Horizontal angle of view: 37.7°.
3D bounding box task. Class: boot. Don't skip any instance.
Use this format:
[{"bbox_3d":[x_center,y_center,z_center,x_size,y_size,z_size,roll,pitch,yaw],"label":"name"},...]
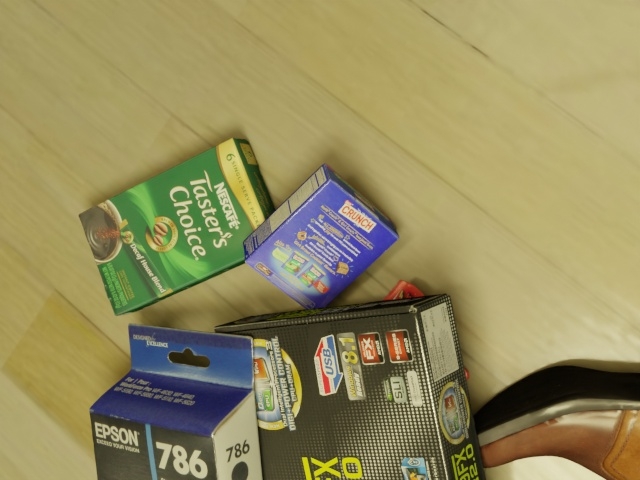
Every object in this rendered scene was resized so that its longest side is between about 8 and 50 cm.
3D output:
[{"bbox_3d":[0.275,0.228,0.766,0.264,0.096,0.280,-23,96,16],"label":"boot"}]

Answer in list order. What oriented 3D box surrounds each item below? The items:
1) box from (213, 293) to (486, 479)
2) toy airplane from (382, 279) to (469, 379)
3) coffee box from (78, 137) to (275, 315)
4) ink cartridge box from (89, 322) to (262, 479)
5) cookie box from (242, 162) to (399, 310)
[{"bbox_3d":[0.029,0.190,0.797,0.216,0.060,0.270,-9,92,36],"label":"box"},{"bbox_3d":[0.068,0.112,0.842,0.151,0.028,0.151,1,93,19],"label":"toy airplane"},{"bbox_3d":[-0.133,-0.012,0.899,0.184,0.040,0.113,-23,84,17],"label":"coffee box"},{"bbox_3d":[-0.126,0.247,0.847,0.165,0.065,0.333,0,97,38],"label":"ink cartridge box"},{"bbox_3d":[0.000,0.000,0.833,0.107,0.040,0.092,-43,118,15],"label":"cookie box"}]
